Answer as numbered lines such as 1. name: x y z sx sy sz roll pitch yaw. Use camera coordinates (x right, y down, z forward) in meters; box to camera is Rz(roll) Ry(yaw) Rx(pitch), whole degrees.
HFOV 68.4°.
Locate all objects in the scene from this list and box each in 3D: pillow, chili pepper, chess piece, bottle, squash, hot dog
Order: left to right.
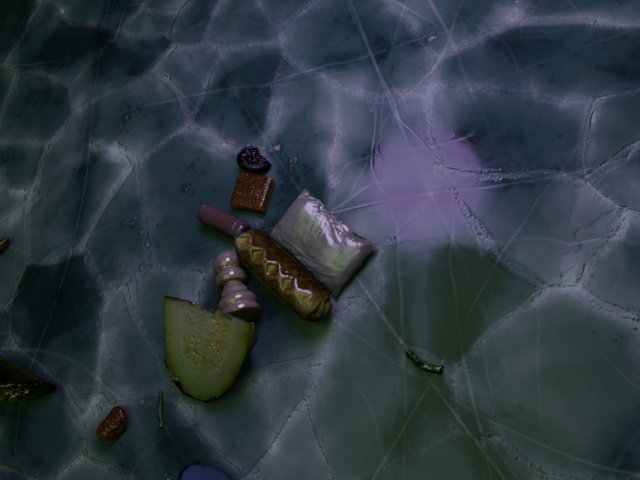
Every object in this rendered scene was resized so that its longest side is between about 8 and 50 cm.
1. hot dog: -0.489 0.432 1.111 0.058 0.035 0.083 40 89 24
2. squash: -0.252 0.251 1.022 0.237 0.204 0.155 15 57 24
3. bottle: -0.236 -0.044 1.154 0.140 0.053 0.053 23 83 23
4. chess piece: -0.206 0.102 1.086 0.094 0.094 0.170 -28 64 9
5. pillow: 0.000 0.000 1.066 0.230 0.050 0.148 41 97 24
6. chili pepper: 0.203 0.245 0.940 0.083 0.022 0.027 23 116 22

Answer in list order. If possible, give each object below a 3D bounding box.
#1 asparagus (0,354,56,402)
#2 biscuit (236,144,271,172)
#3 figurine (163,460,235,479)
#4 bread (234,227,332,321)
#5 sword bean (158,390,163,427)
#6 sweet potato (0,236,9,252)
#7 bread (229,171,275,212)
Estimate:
1. asparagus: -0.865 0.351 1.221 0.382 0.128 0.108 16 115 21
2. biscuit: -0.167 -0.203 1.183 0.089 0.027 0.087 2 53 1
3. figurine: -0.336 0.629 0.897 0.248 0.276 0.388 37 91 0
4. bread: -0.081 0.077 1.041 0.087 0.098 0.269 -40 64 -22
5. sword bean: -0.373 0.394 1.097 0.012 0.012 0.083 -12 72 15
6. sweet potato: -0.977 0.039 1.392 0.153 0.038 0.041 -44 43 5
7. bread: -0.169 -0.117 1.163 0.095 0.035 0.090 12 79 21
